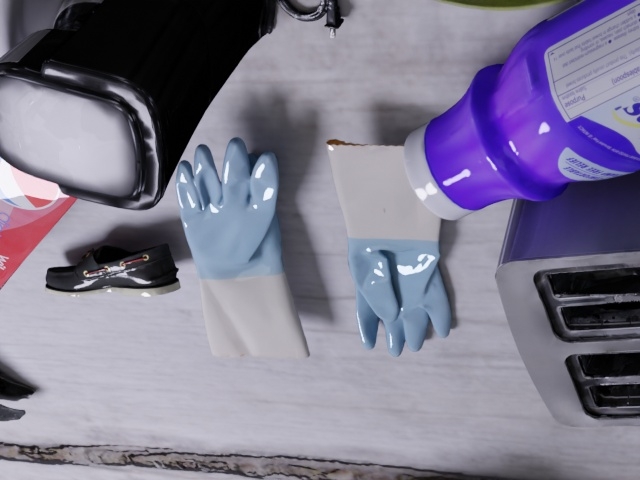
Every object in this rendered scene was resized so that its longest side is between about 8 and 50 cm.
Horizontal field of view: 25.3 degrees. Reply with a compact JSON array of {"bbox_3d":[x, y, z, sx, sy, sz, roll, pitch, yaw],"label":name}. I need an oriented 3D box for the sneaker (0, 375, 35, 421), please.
[{"bbox_3d":[-0.355,0.118,1.315,0.089,0.051,0.170,-27,122,39],"label":"sneaker"}]

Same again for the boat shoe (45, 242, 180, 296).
[{"bbox_3d":[-0.170,0.023,1.150,0.133,0.049,0.042,-4,103,35],"label":"boat shoe"}]

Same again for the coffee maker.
[{"bbox_3d":[-0.101,-0.116,0.883,0.171,0.178,0.120,-5,131,27],"label":"coffee maker"}]

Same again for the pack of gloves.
[{"bbox_3d":[0.000,0.000,1.069,0.195,0.046,0.232,0,136,7],"label":"pack of gloves"}]

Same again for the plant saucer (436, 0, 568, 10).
[{"bbox_3d":[0.091,-0.237,0.788,0.241,0.037,0.241,12,137,11],"label":"plant saucer"}]

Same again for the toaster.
[{"bbox_3d":[0.209,0.029,0.945,0.186,0.110,0.168,-5,129,27],"label":"toaster"}]

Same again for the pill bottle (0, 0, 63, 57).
[{"bbox_3d":[-0.278,-0.198,0.918,0.222,0.124,0.124,19,137,4],"label":"pill bottle"}]

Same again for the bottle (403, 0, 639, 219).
[{"bbox_3d":[0.173,-0.091,0.842,0.283,0.092,0.118,-26,152,38],"label":"bottle"}]

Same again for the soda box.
[{"bbox_3d":[-0.226,-0.052,1.069,0.092,0.083,0.263,36,135,-13],"label":"soda box"}]
